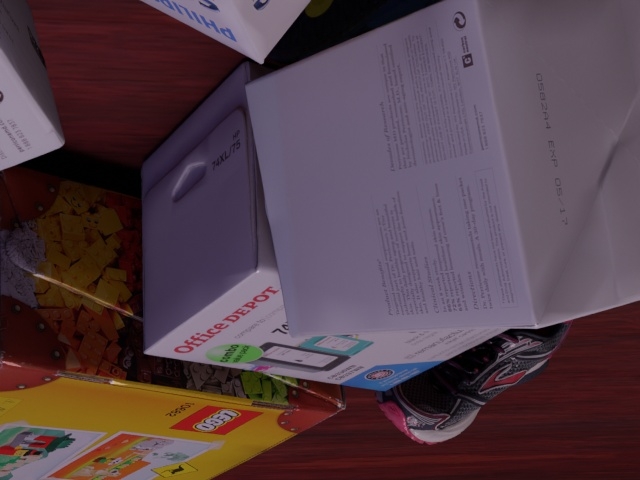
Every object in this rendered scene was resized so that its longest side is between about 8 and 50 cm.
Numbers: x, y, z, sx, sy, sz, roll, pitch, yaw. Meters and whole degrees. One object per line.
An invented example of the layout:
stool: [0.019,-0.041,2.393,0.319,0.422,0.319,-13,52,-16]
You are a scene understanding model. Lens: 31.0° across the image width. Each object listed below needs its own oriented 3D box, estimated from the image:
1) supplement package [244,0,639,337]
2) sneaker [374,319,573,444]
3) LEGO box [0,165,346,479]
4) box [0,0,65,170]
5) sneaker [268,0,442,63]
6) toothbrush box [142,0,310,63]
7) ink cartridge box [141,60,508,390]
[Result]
supplement package: [0.109,-0.049,0.808,0.198,0.199,0.262,-11,-179,-34]
sneaker: [0.186,0.136,1.388,0.299,0.121,0.112,-28,158,-35]
LEGO box: [-0.281,0.156,1.212,0.372,0.193,0.500,15,144,-39]
box: [-0.265,-0.112,0.639,0.181,0.119,0.181,-21,151,0]
sneaker: [0.053,-0.172,0.834,0.209,0.069,0.082,-23,152,33]
toothbrush box: [-0.108,-0.237,0.467,0.216,0.126,0.295,31,167,26]
ink cartridge box: [0.000,0.000,1.035,0.270,0.197,0.198,13,149,-32]
